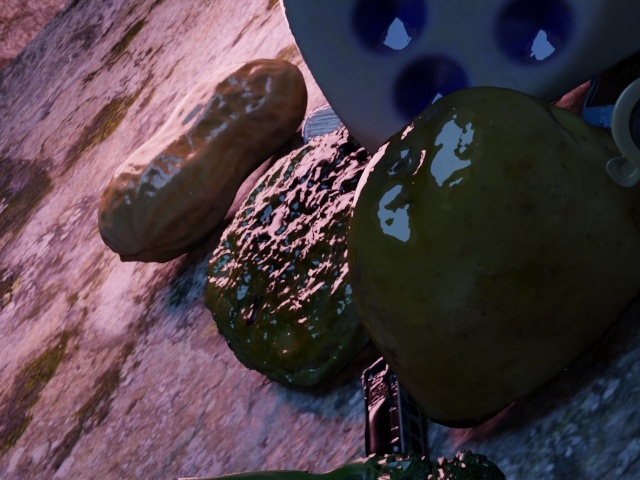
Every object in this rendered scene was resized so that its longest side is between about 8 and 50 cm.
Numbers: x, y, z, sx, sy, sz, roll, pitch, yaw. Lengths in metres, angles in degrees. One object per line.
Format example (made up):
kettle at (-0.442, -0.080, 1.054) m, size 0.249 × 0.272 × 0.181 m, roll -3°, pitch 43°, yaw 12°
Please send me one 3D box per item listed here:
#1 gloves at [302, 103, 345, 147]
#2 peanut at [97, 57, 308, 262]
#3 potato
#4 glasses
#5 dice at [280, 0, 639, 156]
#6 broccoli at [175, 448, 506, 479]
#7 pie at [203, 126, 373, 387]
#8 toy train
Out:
gloves at (0.078, -0.136, 2.045) m, size 0.229 × 0.097 × 0.119 m, roll -25°, pitch 45°, yaw 45°
peanut at (-0.137, -0.098, 2.310) m, size 0.313 × 0.149 × 0.149 m, roll -47°, pitch 23°, yaw -11°
potato at (0.134, -0.006, 1.574) m, size 0.285 × 0.242 × 0.242 m, roll -36°, pitch 26°, yaw 21°
glasses at (0.297, -0.106, 1.514) m, size 0.220 × 0.190 × 0.088 m, roll -105°, pitch 27°, yaw -66°
dice at (0.154, -0.246, 1.750) m, size 0.304 × 0.277 × 0.304 m, roll -28°, pitch 0°, yaw 25°
broccoli at (0.013, 0.265, 1.339) m, size 0.308 × 0.275 × 0.307 m, roll -161°, pitch 90°, yaw -81°
pie at (0.000, 0.000, 1.930) m, size 0.323 × 0.071 × 0.323 m, roll -38°, pitch 36°, yaw 35°
toy train at (0.063, 0.172, 1.649) m, size 0.043 × 0.047 × 0.207 m, roll -39°, pitch 26°, yaw 22°
